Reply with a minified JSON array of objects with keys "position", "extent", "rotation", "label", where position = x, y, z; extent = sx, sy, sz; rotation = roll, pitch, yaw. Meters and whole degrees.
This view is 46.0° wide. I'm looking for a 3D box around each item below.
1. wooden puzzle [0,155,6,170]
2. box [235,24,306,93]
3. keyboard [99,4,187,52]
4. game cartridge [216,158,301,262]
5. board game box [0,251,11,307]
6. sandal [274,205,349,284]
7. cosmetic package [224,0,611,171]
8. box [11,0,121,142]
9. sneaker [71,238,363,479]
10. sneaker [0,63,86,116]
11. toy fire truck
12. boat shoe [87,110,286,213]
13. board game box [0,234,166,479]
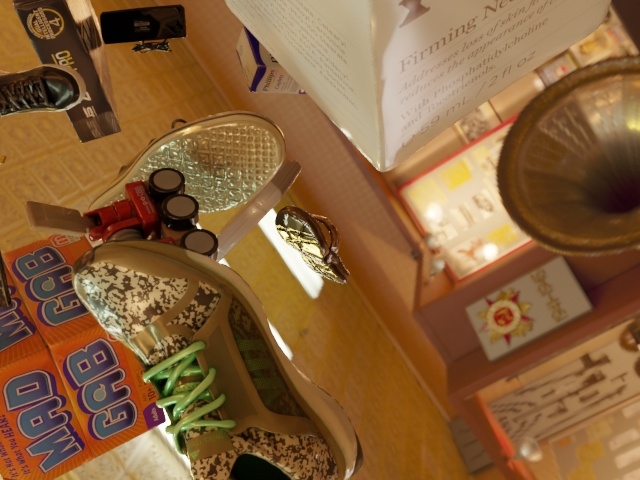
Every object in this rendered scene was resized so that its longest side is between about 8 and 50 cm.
[{"position":[-0.659,-0.117,1.460],"extent":[0.014,0.079,0.116],"rotation":[49,-126,-55],"label":"wooden puzzle"},{"position":[-0.090,-0.374,1.556],"extent":[0.137,0.072,0.126],"rotation":[-4,-124,-25],"label":"box"},{"position":[-0.386,-0.458,1.656],"extent":[0.038,0.192,0.100],"rotation":[-19,-74,-82],"label":"keyboard"},{"position":[-0.173,-0.067,1.869],"extent":[0.060,0.294,0.196],"rotation":[44,-149,-5],"label":"game cartridge"},{"position":[-0.665,0.045,1.420],"extent":[0.026,0.126,0.186],"rotation":[-101,10,-61],"label":"board game box"},{"position":[0.000,0.000,1.111],"extent":[0.090,0.060,0.219],"rotation":[24,165,32],"label":"sandal"},{"position":[0.081,-0.348,0.724],"extent":[0.327,0.329,0.393],"rotation":[51,170,23],"label":"cosmetic package"},{"position":[-0.505,-0.438,1.491],"extent":[0.318,0.097,0.394],"rotation":[77,173,-50],"label":"box"},{"position":[-0.108,0.169,0.792],"extent":[0.410,0.158,0.182],"rotation":[47,-156,-15],"label":"sneaker"},{"position":[-0.487,-0.221,1.193],"extent":[0.121,0.217,0.079],"rotation":[-55,-39,-51],"label":"sneaker"},{"position":[-0.299,0.002,1.140],"extent":[0.217,0.247,0.158],"rotation":[58,152,32],"label":"toy fire truck"},{"position":[-0.255,-0.129,1.417],"extent":[0.187,0.500,0.156],"rotation":[45,-136,-24],"label":"boat shoe"},{"position":[-0.600,0.254,1.656],"extent":[0.356,0.357,0.356],"rotation":[42,147,43],"label":"board game box"}]
